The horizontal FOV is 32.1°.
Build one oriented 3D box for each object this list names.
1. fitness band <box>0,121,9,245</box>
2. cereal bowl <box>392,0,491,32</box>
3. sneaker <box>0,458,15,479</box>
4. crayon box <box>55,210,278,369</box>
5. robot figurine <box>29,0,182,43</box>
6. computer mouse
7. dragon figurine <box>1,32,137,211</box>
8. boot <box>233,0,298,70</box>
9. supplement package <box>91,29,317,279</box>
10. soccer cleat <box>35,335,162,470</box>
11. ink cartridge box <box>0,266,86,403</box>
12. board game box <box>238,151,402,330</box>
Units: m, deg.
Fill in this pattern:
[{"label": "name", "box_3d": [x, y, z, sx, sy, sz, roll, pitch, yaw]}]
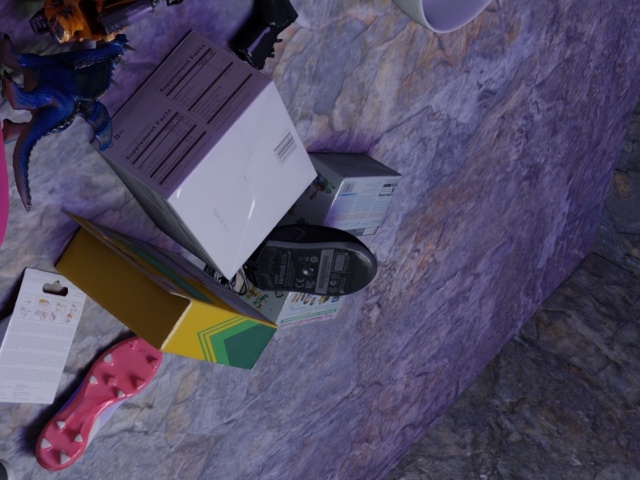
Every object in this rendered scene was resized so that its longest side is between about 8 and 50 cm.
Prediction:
[{"label": "fitness band", "box_3d": [-0.351, -0.111, 1.003, 0.209, 0.054, 0.291, 1, 82, -78]}, {"label": "cereal bowl", "box_3d": [0.194, -0.490, 1.647, 0.339, 0.141, 0.339, -42, 153, -28]}, {"label": "sneaker", "box_3d": [-0.513, 0.397, 1.521, 0.121, 0.079, 0.217, 19, 96, -62]}, {"label": "crayon box", "box_3d": [-0.214, 0.075, 1.512, 0.083, 0.203, 0.323, -57, 155, 2]}, {"label": "robot figurine", "box_3d": [-0.176, -0.298, 1.161, 0.291, 0.211, 0.085, -43, 123, -31]}, {"label": "computer mouse", "box_3d": [-0.044, 0.017, 1.784, 0.072, 0.272, 0.189, -95, -164, -51]}, {"label": "dragon figurine", "box_3d": [-0.258, -0.146, 1.161, 0.144, 0.289, 0.085, 1, 127, -17]}, {"label": "boot", "box_3d": [-0.082, -0.291, 1.501, 0.099, 0.045, 0.121, -52, 156, -2]}, {"label": "supplement package", "box_3d": [-0.144, -0.107, 1.484, 0.204, 0.145, 0.262, -51, 156, -11]}, {"label": "soccer cleat", "box_3d": [-0.335, 0.241, 1.668, 0.248, 0.083, 0.095, -51, -175, -24]}, {"label": "ink cartridge box", "box_3d": [-0.387, 0.126, 1.475, 0.145, 0.045, 0.179, 22, 82, -65]}, {"label": "board game box", "box_3d": [0.000, 0.000, 1.950, 0.224, 0.097, 0.303, -5, 123, -59]}]
